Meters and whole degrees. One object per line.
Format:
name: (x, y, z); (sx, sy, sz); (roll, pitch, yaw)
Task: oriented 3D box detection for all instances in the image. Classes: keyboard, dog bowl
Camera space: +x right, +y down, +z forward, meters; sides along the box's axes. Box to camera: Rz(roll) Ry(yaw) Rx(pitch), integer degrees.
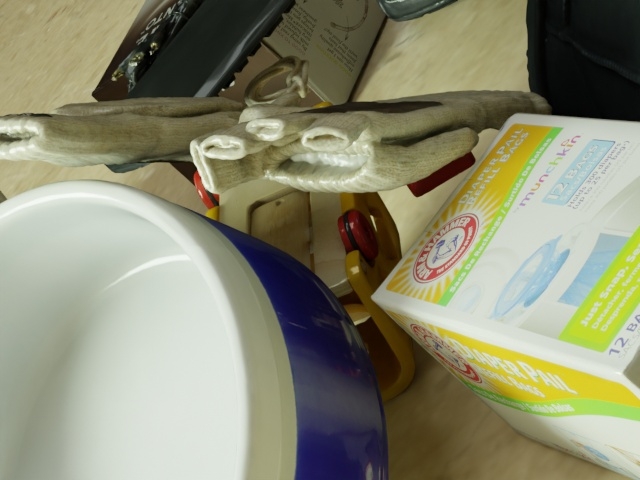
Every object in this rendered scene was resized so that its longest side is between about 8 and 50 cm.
keyboard: (-0.037, -0.166, 1.120); (0.317, 0.033, 0.201); (-52, 23, -16)
dog bowl: (-0.101, 0.111, 0.837); (0.265, 0.104, 0.264); (-13, 68, 35)

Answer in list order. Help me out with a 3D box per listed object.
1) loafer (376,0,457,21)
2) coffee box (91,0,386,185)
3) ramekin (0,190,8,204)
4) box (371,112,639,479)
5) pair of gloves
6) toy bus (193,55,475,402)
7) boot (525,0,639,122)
loafer: (0.116, -0.234, 1.193); (0.223, 0.078, 0.076); (-37, 24, 25)
coffee box: (-0.032, -0.201, 1.357); (0.168, 0.119, 0.297); (-25, 32, 42)
ramekin: (-0.269, 0.042, 1.226); (0.127, 0.273, 0.273); (-33, 24, 5)
box: (0.127, 0.025, 0.714); (0.114, 0.103, 0.203); (-52, 22, -10)
pair of gloves: (-0.030, -0.047, 0.850); (0.240, 0.042, 0.204); (1, 8, 29)
toy bus: (-0.005, 0.009, 0.975); (0.191, 0.104, 0.202); (15, 55, 48)
boot: (0.158, -0.142, 0.813); (0.094, 0.246, 0.207); (-8, 17, -13)
